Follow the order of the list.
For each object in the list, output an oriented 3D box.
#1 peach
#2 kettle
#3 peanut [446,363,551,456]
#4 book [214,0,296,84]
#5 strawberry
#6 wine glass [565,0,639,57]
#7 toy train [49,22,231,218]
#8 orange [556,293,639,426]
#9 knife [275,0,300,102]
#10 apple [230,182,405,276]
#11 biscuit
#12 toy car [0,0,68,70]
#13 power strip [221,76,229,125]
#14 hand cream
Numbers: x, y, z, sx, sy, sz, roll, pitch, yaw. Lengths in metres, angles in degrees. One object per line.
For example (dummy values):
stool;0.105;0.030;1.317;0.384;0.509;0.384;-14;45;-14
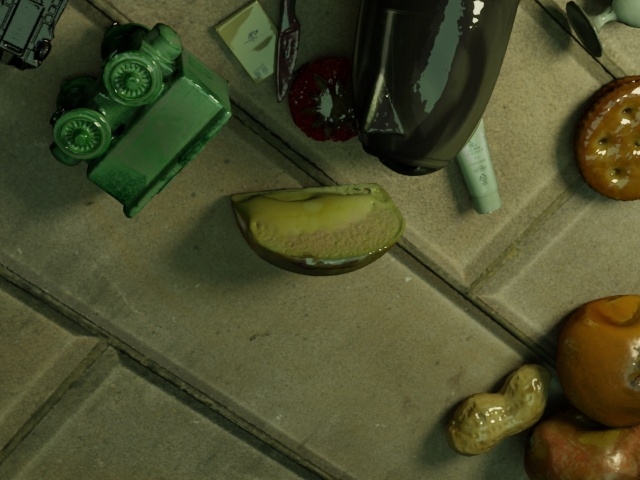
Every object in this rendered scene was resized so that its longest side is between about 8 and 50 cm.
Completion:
peach;0.489;0.402;2.056;0.236;0.214;0.214;11;114;-11
kettle;0.173;-0.255;1.646;0.321;0.228;0.324;-5;111;-56
peanut;0.331;0.313;2.043;0.229;0.098;0.103;-33;145;3
book;-0.099;-0.302;1.691;0.077;0.014;0.111;-34;118;5
strawberry;0.021;-0.215;1.719;0.145;0.086;0.145;-5;109;-14
wine glass;0.505;-0.386;1.721;0.231;0.103;0.103;-33;118;2
toy train;-0.274;-0.188;1.634;0.202;0.145;0.266;38;110;-26
orange;0.545;0.221;1.964;0.249;0.183;0.248;-2;99;-13
knife;-0.047;-0.328;1.678;0.035;0.018;0.247;-4;114;-24
apple;0.000;0.000;1.772;0.265;0.193;0.120;-5;127;-12
biscuit;0.526;-0.170;1.854;0.221;0.066;0.220;-3;115;-6
toy car;-0.407;-0.349;1.579;0.103;0.063;0.216;24;104;-22
power strip;-0.155;-0.212;1.724;0.027;0.017;0.083;-1;115;-9
hand cream;0.250;-0.141;1.824;0.078;0.050;0.204;-20;114;2
